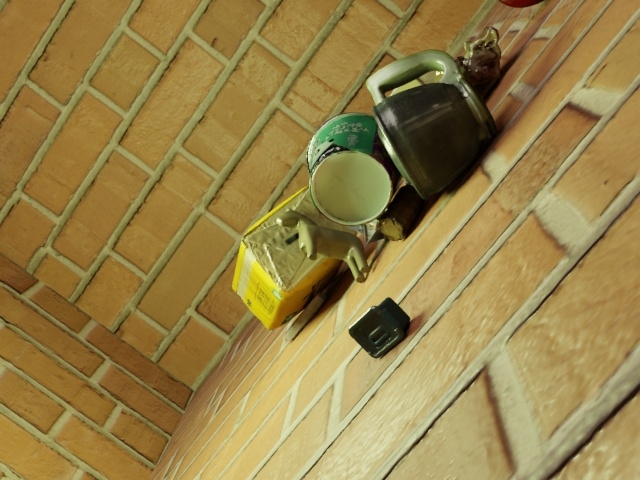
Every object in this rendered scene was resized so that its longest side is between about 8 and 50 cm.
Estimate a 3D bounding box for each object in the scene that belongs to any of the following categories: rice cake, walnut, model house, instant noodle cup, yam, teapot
[{"bbox_3d":[-0.047,0.226,2.260,0.207,0.036,0.047,-52,-15,30],"label":"rice cake"},{"bbox_3d":[0.418,-0.465,2.120,0.238,0.141,0.204,-44,-1,-15],"label":"walnut"},{"bbox_3d":[0.129,-0.046,1.998,0.117,0.167,0.088,-19,-53,-48],"label":"model house"},{"bbox_3d":[0.078,-0.159,1.830,0.251,0.251,0.190,-51,11,25],"label":"instant noodle cup"},{"bbox_3d":[0.195,-0.068,1.831,0.141,0.079,0.079,-54,5,-37],"label":"yam"},{"bbox_3d":[0.256,-0.266,1.725,0.239,0.240,0.322,-30,31,10],"label":"teapot"}]

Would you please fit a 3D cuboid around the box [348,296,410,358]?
[{"bbox_3d":[0.104,0.145,1.304,0.054,0.074,0.099,-39,-7,-45],"label":"box"}]

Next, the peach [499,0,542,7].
[{"bbox_3d":[0.590,-0.796,2.247,0.200,0.243,0.243,-63,8,-20],"label":"peach"}]

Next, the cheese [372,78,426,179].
[{"bbox_3d":[0.242,-0.287,2.046,0.242,0.124,0.265,-48,-23,14],"label":"cheese"}]

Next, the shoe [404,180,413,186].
[{"bbox_3d":[0.258,-0.174,1.933,0.138,0.095,0.245,-55,1,25],"label":"shoe"}]

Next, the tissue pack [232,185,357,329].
[{"bbox_3d":[-0.084,0.060,2.204,0.293,0.228,0.382,-40,-9,-23],"label":"tissue pack"}]

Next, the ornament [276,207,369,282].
[{"bbox_3d":[0.000,0.000,1.968,0.245,0.230,0.061,-103,30,-58],"label":"ornament"}]
